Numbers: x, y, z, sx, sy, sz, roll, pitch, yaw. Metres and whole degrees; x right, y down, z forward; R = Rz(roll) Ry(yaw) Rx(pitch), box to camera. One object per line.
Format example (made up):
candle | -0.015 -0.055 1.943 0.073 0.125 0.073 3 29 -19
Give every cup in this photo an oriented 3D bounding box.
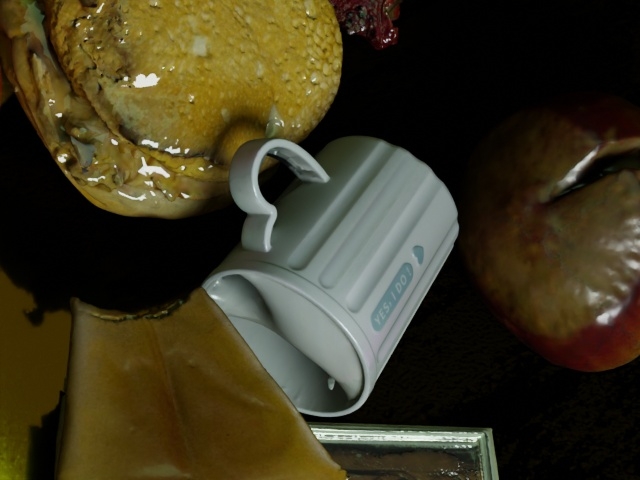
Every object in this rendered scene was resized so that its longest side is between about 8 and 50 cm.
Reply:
cup | 0.014 0.007 1.493 0.167 0.221 0.202 23 52 18

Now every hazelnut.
hazelnut | 0.235 -0.005 1.587 0.217 0.217 0.251 -2 72 -18

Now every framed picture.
framed picture | 0.042 0.243 1.485 0.252 0.014 0.197 3 61 -16

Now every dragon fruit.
dragon fruit | 0.049 -0.250 1.752 0.097 0.063 0.131 -37 75 3

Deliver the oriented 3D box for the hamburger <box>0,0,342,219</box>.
hamburger | -0.136 -0.164 1.535 0.314 0.170 0.290 -28 90 -45

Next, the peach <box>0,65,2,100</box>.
peach | -0.397 -0.135 1.434 0.281 0.238 0.281 -6 57 9

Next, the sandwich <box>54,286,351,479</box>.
sandwich | -0.095 0.153 1.397 0.227 0.155 0.198 6 54 -9
